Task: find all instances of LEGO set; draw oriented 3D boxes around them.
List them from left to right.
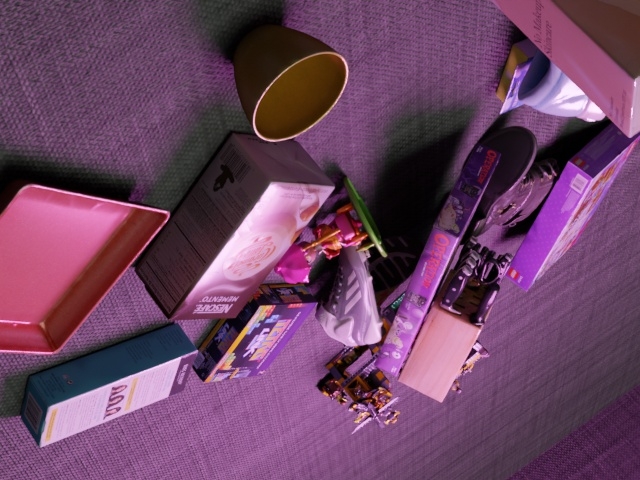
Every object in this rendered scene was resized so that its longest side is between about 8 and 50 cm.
[{"bbox_3d":[0.180,0.236,2.448,0.331,0.192,0.255,-38,153,-2],"label":"LEGO set"}]

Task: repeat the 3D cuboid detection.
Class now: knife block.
[{"bbox_3d":[0.216,0.131,2.193,0.276,0.088,0.242,-64,174,2],"label":"knife block"}]

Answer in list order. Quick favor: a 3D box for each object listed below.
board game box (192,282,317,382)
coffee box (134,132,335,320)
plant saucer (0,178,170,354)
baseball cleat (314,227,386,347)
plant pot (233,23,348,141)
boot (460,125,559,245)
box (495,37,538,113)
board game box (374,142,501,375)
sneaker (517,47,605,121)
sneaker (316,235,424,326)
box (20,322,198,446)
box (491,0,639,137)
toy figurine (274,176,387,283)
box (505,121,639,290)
[{"bbox_3d":[-0.103,0.143,2.104,0.141,0.048,0.170,0,134,-50],"label":"board game box"},{"bbox_3d":[-0.114,-0.014,1.788,0.141,0.098,0.246,2,132,-53],"label":"coffee box"},{"bbox_3d":[-0.342,0.029,1.623,0.258,0.048,0.259,-49,151,18],"label":"plant saucer"},{"bbox_3d":[0.037,0.080,2.107,0.109,0.072,0.206,-15,113,3],"label":"baseball cleat"},{"bbox_3d":[-0.048,-0.197,1.593,0.134,0.095,0.134,-30,151,-18],"label":"plant pot"},{"bbox_3d":[0.323,-0.104,2.245,0.229,0.091,0.263,-19,151,-45],"label":"boot"},{"bbox_3d":[0.338,-0.265,2.041,0.178,0.042,0.109,-24,148,-27],"label":"box"},{"bbox_3d":[0.179,0.034,2.114,0.208,0.056,0.347,-53,168,-41],"label":"board game box"},{"bbox_3d":[0.352,-0.329,1.860,0.150,0.135,0.366,3,120,-7],"label":"sneaker"},{"bbox_3d":[0.086,0.068,2.210,0.208,0.081,0.094,-39,162,11],"label":"sneaker"},{"bbox_3d":[-0.299,0.203,1.932,0.244,0.060,0.101,-19,147,-35],"label":"box"},{"bbox_3d":[0.328,-0.294,1.683,0.121,0.311,0.148,-36,153,-8],"label":"box"},{"bbox_3d":[0.000,0.000,1.983,0.159,0.130,0.173,-27,179,6],"label":"toy figurine"},{"bbox_3d":[0.449,-0.064,2.424,0.201,0.057,0.293,-37,158,-43],"label":"box"}]
